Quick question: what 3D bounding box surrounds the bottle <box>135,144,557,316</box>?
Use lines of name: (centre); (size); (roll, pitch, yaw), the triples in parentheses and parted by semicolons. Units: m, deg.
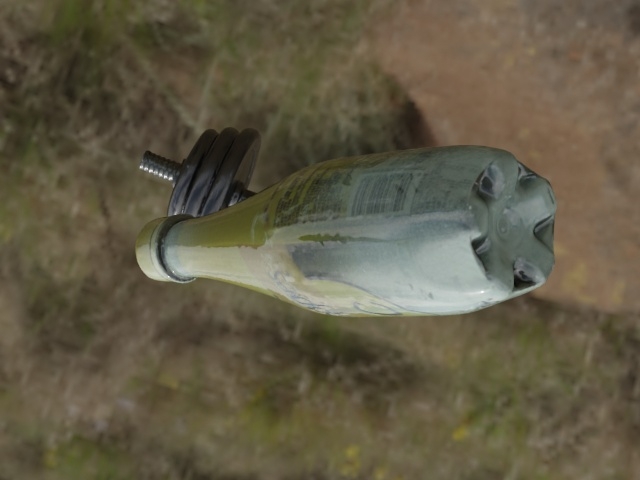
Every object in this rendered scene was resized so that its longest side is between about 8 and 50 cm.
bottle: (0.000, 0.000, 0.874); (0.269, 0.083, 0.083); (-5, 148, 47)

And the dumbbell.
dumbbell: (-0.026, -0.017, 1.148); (0.208, 0.099, 0.099); (22, 155, 4)
